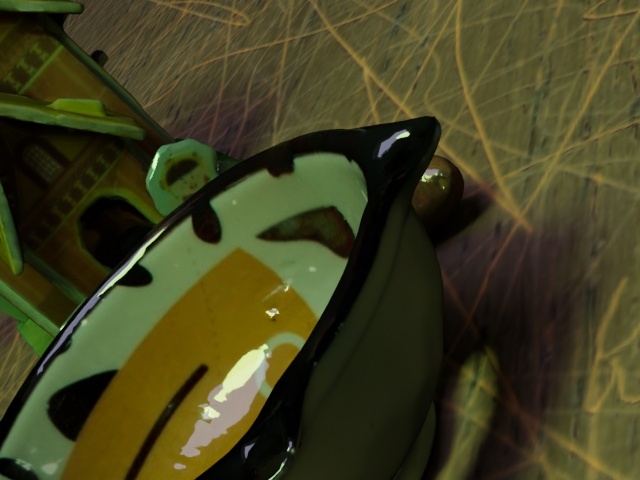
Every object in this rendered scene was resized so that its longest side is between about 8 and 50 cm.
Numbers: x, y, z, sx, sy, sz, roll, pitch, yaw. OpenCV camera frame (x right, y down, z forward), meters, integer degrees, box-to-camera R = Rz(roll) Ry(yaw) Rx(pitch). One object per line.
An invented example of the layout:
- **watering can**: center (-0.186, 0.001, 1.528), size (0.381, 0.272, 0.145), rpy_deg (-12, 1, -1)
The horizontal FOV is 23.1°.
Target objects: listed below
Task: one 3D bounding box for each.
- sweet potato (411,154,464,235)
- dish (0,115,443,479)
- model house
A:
- **sweet potato**: center (0.000, 0.000, 0.902), size (0.214, 0.050, 0.050), rpy_deg (-25, 31, 36)
- **dish**: center (-0.034, 0.084, 0.735), size (0.303, 0.120, 0.303), rpy_deg (-37, 24, 20)
- **model house**: center (-0.258, -0.026, 1.041), size (0.340, 0.323, 0.300), rpy_deg (-49, 22, -7)
